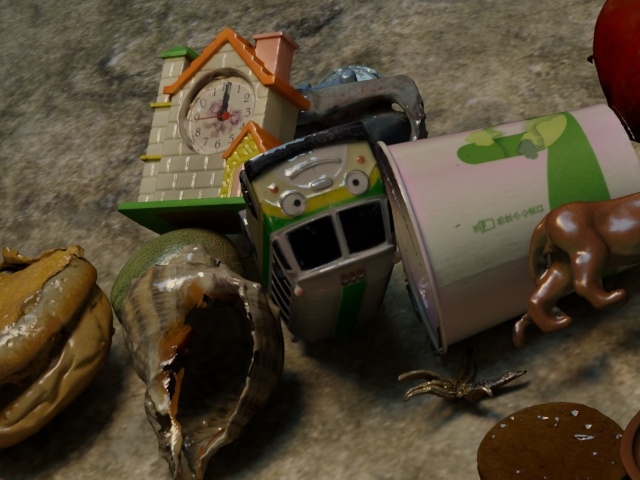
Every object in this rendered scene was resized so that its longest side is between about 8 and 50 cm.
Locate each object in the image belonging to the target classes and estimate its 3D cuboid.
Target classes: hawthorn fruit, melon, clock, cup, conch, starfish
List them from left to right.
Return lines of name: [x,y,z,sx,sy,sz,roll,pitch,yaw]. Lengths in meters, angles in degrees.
melon: [-0.169,0.055,2.035,0.192,0.139,0.139,-25,30,-6]
conch: [-0.121,0.135,1.866,0.210,0.159,0.291,-18,69,27]
clock: [-0.125,-0.142,2.068,0.219,0.106,0.255,-3,70,31]
starfish: [0.156,0.153,1.754,0.133,0.041,0.130,5,16,11]
cup: [0.217,-0.024,1.814,0.274,0.253,0.253,-16,30,-2]
hawthorn fruit: [0.473,-0.233,1.924,0.295,0.295,0.311,7,42,41]

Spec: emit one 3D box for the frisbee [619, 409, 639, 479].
frisbee: [0.401,0.191,1.485,0.250,0.021,0.251,-8,24,4]

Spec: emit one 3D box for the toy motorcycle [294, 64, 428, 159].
toy motorcycle: [-0.006,-0.112,2.143,0.319,0.182,0.241,-31,31,-11]

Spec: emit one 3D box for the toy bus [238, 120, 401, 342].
toy bus: [0.000,0.000,1.825,0.143,0.179,0.305,-18,-15,-8]

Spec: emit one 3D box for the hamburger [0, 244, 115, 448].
hamburger: [-0.386,0.134,2.005,0.318,0.158,0.319,-30,26,16]

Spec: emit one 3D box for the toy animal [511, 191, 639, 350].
toy animal: [0.329,-0.009,1.687,0.312,0.158,0.097,-16,-16,-7]

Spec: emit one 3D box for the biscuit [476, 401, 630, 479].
biscuit: [0.194,0.299,1.457,0.283,0.064,0.432,0,32,16]

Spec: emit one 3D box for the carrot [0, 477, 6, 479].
carrot: [-0.354,0.311,1.827,0.072,0.072,0.205,-32,29,-14]
